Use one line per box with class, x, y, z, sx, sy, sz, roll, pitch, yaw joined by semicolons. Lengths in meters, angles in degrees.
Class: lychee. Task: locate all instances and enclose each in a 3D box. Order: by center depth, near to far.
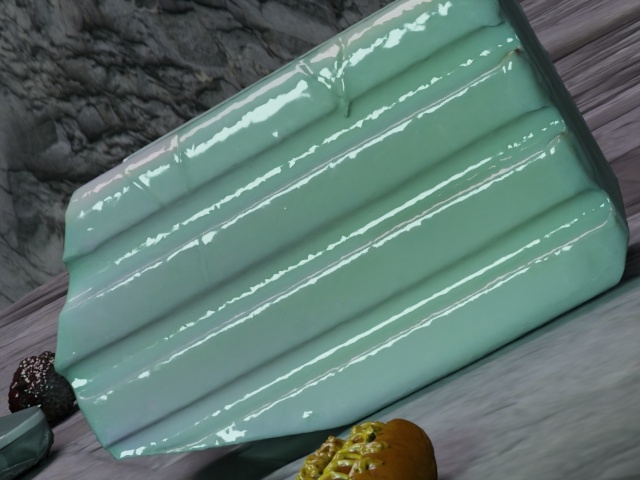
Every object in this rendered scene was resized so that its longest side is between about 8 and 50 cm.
lychee;-0.269;0.144;1.622;0.067;0.068;0.083;-29;-18;35

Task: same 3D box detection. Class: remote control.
remote control;-0.321;0.201;1.514;0.104;0.052;0.247;-34;8;-36

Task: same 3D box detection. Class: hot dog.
hot dog;0.010;0.129;0.774;0.071;0.045;0.165;-29;9;25

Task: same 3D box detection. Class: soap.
soap;0.000;0.000;1.032;0.347;0.208;0.115;-29;6;13
